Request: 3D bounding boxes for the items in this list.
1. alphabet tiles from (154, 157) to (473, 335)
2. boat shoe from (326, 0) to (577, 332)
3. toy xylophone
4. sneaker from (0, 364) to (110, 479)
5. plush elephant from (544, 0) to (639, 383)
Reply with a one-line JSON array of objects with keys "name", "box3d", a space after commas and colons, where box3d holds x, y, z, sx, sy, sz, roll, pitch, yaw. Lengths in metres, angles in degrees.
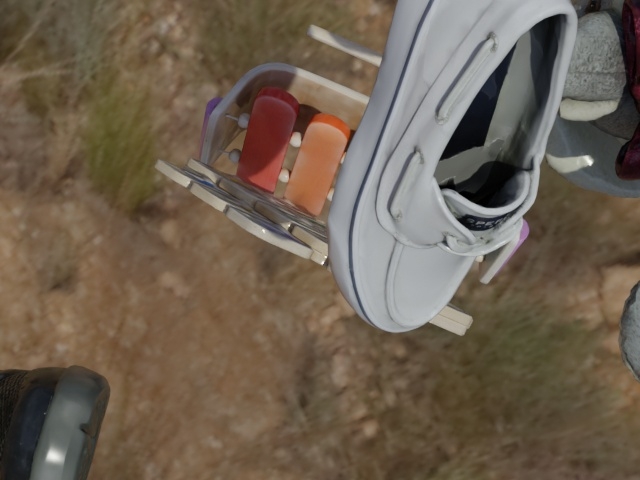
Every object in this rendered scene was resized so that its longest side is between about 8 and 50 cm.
[{"name": "alphabet tiles", "box3d": [0.000, 0.000, 1.260, 0.278, 0.284, 0.021, 25, 95, -42]}, {"name": "boat shoe", "box3d": [0.067, -0.034, 0.761, 0.095, 0.258, 0.084, -17, 48, -23]}, {"name": "toy xylophone", "box3d": [0.045, -0.080, 1.363, 0.323, 0.236, 0.081, 19, 64, 7]}, {"name": "sneaker", "box3d": [-0.165, 0.088, 0.656, 0.130, 0.227, 0.087, 18, 78, -14]}, {"name": "plush elephant", "box3d": [0.224, -0.100, 0.899, 0.330, 0.255, 0.272, -14, 119, -45]}]
